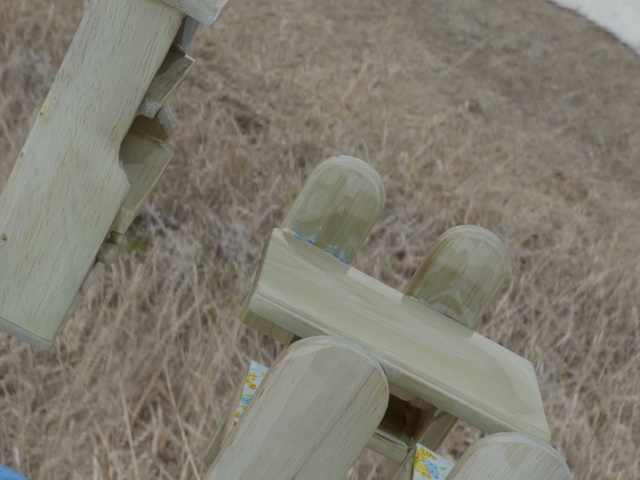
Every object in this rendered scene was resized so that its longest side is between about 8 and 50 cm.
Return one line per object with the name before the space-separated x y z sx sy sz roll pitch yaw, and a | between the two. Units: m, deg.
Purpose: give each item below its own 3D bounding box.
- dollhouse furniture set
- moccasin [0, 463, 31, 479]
dollhouse furniture set | 0.000 0.000 0.466 0.242 0.161 0.212 28 20 -7
moccasin | -0.220 0.271 0.513 0.137 0.117 0.342 36 68 -17
